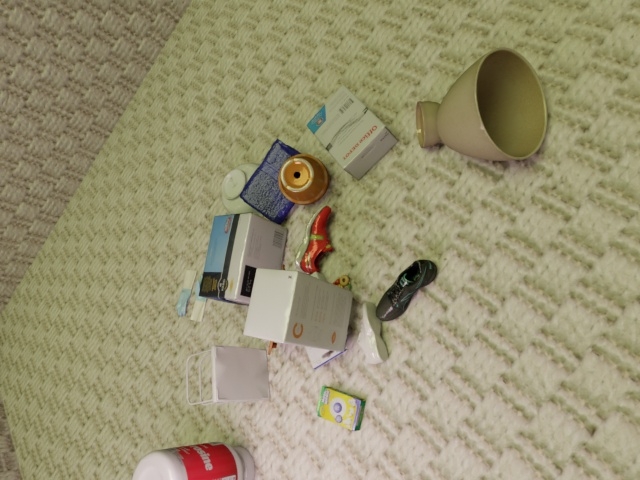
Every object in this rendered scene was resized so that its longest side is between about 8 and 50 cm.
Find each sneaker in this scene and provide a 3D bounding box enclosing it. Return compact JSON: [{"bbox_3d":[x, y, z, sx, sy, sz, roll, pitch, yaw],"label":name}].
[{"bbox_3d":[0.161,0.320,1.548,0.094,0.080,0.212,-27,62,38],"label":"sneaker"},{"bbox_3d":[0.000,0.000,1.759,0.118,0.107,0.279,20,90,19],"label":"sneaker"},{"bbox_3d":[0.269,0.160,1.501,0.267,0.106,0.101,-51,55,12],"label":"sneaker"}]

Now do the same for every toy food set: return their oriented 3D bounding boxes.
[{"bbox_3d":[0.077,0.175,1.679,0.083,0.020,0.083,-25,63,26],"label":"toy food set"}]

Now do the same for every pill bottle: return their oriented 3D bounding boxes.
[{"bbox_3d":[-0.425,0.836,1.571,0.228,0.407,0.229,-11,69,31],"label":"pill bottle"}]

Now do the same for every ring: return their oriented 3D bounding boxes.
[{"bbox_3d":[-0.154,0.256,1.670,0.032,0.336,0.337,10,78,-5],"label":"ring"}]

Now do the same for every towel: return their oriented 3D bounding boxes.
[{"bbox_3d":[-0.174,-0.246,1.910,0.227,0.076,0.308,36,95,5],"label":"towel"}]

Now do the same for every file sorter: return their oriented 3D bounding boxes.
[{"bbox_3d":[-0.352,0.519,1.706,0.173,0.277,0.193,-22,64,29],"label":"file sorter"}]

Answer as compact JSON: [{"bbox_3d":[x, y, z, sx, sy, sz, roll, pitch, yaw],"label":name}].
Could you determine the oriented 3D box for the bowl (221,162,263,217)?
[{"bbox_3d":[-0.350,-0.233,2.033,0.297,0.134,0.298,-11,69,31],"label":"bowl"}]

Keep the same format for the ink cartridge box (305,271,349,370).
[{"bbox_3d":[-0.006,0.297,1.671,0.165,0.065,0.333,-35,57,20],"label":"ink cartridge box"}]

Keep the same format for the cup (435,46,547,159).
[{"bbox_3d":[0.506,-0.394,1.414,0.237,0.331,0.331,-7,70,58],"label":"cup"}]

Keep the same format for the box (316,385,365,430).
[{"bbox_3d":[0.061,0.574,1.550,0.179,0.043,0.105,6,78,37],"label":"box"}]

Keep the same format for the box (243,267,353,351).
[{"bbox_3d":[-0.060,0.234,1.473,0.168,0.345,0.215,1,75,34],"label":"box"}]

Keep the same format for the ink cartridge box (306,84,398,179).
[{"bbox_3d":[0.121,-0.426,1.773,0.223,0.129,0.307,-44,56,15],"label":"ink cartridge box"}]

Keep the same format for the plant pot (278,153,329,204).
[{"bbox_3d":[-0.075,-0.247,1.765,0.205,0.188,0.205,0,91,6],"label":"plant pot"}]

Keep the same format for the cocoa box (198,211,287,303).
[{"bbox_3d":[-0.315,0.086,1.843,0.227,0.231,0.347,-2,74,37],"label":"cocoa box"}]

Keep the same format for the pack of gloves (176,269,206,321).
[{"bbox_3d":[-0.609,0.252,2.111,0.195,0.046,0.232,3,77,34],"label":"pack of gloves"}]

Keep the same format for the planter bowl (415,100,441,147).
[{"bbox_3d":[0.401,-0.411,1.575,0.109,0.162,0.162,-7,69,4],"label":"planter bowl"}]
